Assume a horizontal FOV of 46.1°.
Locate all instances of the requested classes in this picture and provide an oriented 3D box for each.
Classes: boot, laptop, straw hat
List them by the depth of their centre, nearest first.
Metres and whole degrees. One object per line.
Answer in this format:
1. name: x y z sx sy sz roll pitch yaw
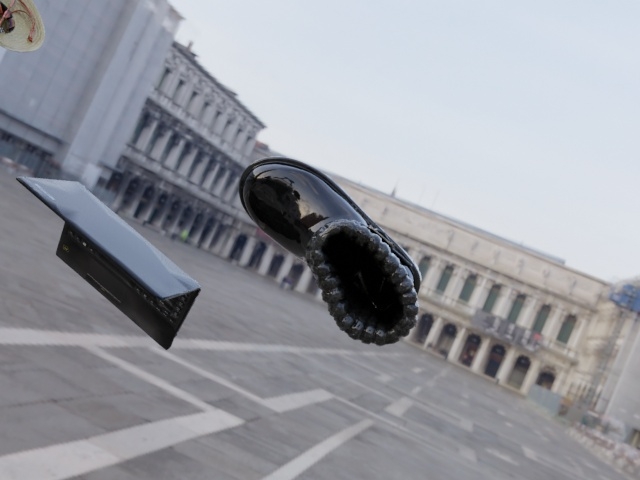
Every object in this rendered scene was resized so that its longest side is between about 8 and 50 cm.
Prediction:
1. straw hat: -0.434 -0.288 0.973 0.061 0.145 0.144 -25 -28 23
2. laptop: -0.296 0.044 1.022 0.234 0.136 0.264 40 -46 6
3. boot: 0.003 -0.003 1.064 0.348 0.131 0.260 35 11 7
